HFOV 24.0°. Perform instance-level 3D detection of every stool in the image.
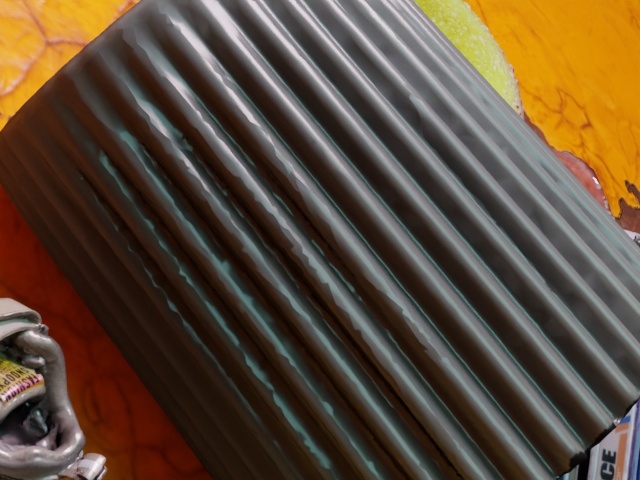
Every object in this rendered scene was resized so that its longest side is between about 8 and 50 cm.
[{"bbox_3d":[0.000,0.000,0.901,0.330,0.297,0.297,50,37,-4],"label":"stool"}]

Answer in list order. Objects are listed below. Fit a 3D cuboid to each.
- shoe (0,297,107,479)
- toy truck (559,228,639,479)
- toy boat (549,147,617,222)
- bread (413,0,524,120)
[{"bbox_3d":[-0.185,0.075,0.784,0.180,0.092,0.089,58,37,-2],"label":"shoe"},{"bbox_3d":[0.185,0.116,1.100,0.155,0.124,0.268,21,70,-36],"label":"toy truck"},{"bbox_3d":[0.120,0.020,1.194,0.282,0.096,0.206,-6,81,-41],"label":"toy boat"},{"bbox_3d":[0.044,-0.149,1.181,0.301,0.045,0.301,21,44,-22],"label":"bread"}]
